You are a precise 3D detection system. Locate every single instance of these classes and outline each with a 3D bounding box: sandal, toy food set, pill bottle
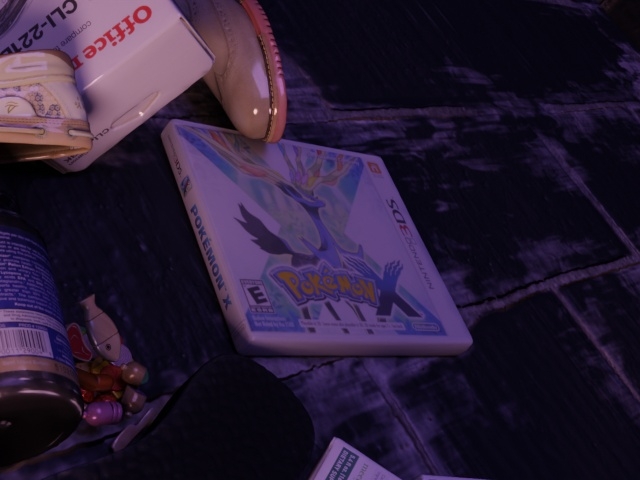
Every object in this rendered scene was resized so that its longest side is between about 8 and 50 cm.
[{"bbox_3d":[-0.126,0.226,0.720,0.167,0.107,0.446,45,23,6],"label":"sandal"},{"bbox_3d":[-0.177,0.112,0.791,0.078,0.019,0.122,-48,116,-46],"label":"toy food set"},{"bbox_3d":[-0.192,0.111,0.828,0.083,0.020,0.082,45,35,6],"label":"toy food set"},{"bbox_3d":[-0.263,0.052,0.735,0.123,0.123,0.219,7,49,-39],"label":"pill bottle"}]

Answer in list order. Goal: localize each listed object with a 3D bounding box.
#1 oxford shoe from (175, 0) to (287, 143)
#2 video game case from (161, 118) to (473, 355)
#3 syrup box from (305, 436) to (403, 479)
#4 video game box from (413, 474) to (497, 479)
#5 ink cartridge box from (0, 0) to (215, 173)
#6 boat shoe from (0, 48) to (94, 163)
[{"bbox_3d":[-0.167,-0.257,1.165,0.147,0.140,0.397,-15,55,-27],"label":"oxford shoe"},{"bbox_3d":[0.000,0.000,1.111,0.329,0.036,0.300,5,49,-39],"label":"video game case"},{"bbox_3d":[0.079,0.280,0.799,0.237,0.096,0.093,31,44,5],"label":"syrup box"},{"bbox_3d":[0.183,0.331,0.929,0.187,0.048,0.205,11,46,-32],"label":"video game box"},{"bbox_3d":[-0.264,-0.235,0.953,0.273,0.197,0.114,53,2,15],"label":"ink cartridge box"},{"bbox_3d":[-0.330,-0.083,0.784,0.285,0.104,0.089,-19,87,-20],"label":"boat shoe"}]
